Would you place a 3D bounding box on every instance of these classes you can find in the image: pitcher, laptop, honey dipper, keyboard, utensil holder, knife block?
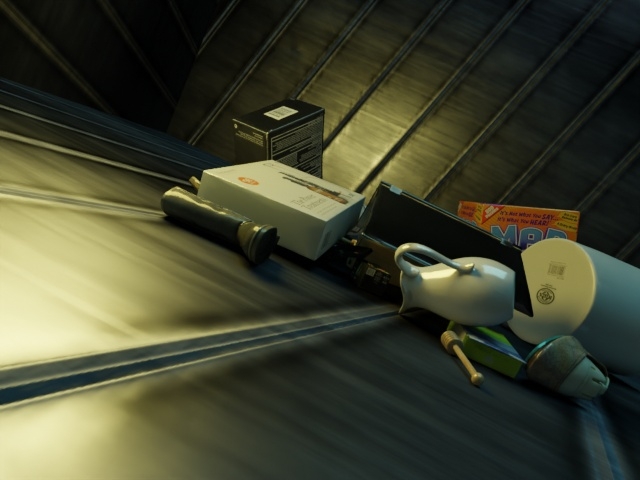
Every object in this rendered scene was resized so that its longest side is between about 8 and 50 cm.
[{"bbox_3d":[0.241,0.074,0.905,0.207,0.126,0.178,3,-40,22],"label":"pitcher"},{"bbox_3d":[0.263,0.049,1.215,0.381,0.237,0.408,26,-24,1],"label":"laptop"},{"bbox_3d":[0.225,0.186,0.788,0.030,0.031,0.161,24,10,-7],"label":"honey dipper"},{"bbox_3d":[0.014,0.028,1.133,0.191,0.038,0.100,8,13,26],"label":"keyboard"},{"bbox_3d":[0.772,0.194,1.438,0.385,0.328,0.327,18,9,-24],"label":"utensil holder"},{"bbox_3d":[0.217,0.076,1.338,0.242,0.088,0.275,26,6,17],"label":"knife block"}]

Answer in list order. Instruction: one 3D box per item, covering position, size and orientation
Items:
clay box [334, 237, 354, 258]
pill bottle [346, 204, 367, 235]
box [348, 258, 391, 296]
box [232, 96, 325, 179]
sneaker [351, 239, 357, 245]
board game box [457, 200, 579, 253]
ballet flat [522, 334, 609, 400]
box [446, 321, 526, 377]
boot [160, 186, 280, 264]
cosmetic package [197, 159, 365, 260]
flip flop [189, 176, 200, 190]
[{"bbox_3d":[0.000,0.000,1.317,0.127,0.053,0.222,27,8,17],"label":"clay box"},{"bbox_3d":[0.081,-0.102,1.926,0.161,0.161,0.283,28,8,30],"label":"pill bottle"},{"bbox_3d":[0.107,0.078,1.093,0.062,0.052,0.083,23,6,-15],"label":"box"},{"bbox_3d":[-0.145,-0.319,1.799,0.182,0.294,0.296,27,43,32],"label":"box"},{"bbox_3d":[0.141,0.019,1.756,0.036,0.032,0.083,20,9,-33],"label":"sneaker"},{"bbox_3d":[0.754,0.037,2.000,0.355,0.357,0.356,5,7,1],"label":"board game box"},{"bbox_3d":[0.478,0.243,0.932,0.316,0.108,0.106,15,21,-50],"label":"ballet flat"},{"bbox_3d":[0.301,0.193,0.925,0.108,0.043,0.178,24,7,5],"label":"box"},{"bbox_3d":[-0.179,-0.035,0.871,0.208,0.076,0.189,31,-7,1],"label":"boot"},{"bbox_3d":[-0.072,-0.090,1.174,0.284,0.098,0.377,21,17,11],"label":"cosmetic package"},{"bbox_3d":[-0.217,-0.116,1.326,0.277,0.080,0.112,21,8,-29],"label":"flip flop"}]
